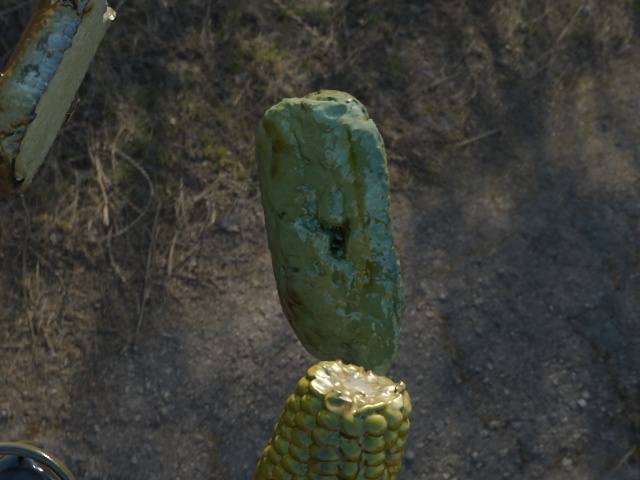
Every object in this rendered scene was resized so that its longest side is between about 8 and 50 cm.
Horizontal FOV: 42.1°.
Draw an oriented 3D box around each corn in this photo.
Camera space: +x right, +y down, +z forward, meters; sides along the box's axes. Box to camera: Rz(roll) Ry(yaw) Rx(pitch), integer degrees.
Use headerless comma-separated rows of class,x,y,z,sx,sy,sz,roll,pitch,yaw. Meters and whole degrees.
corn,-0.017,0.225,0.551,0.101,0.310,0.101,10,20,-4

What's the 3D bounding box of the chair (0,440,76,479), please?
chair,-0.382,0.360,1.059,0.166,0.272,0.188,-41,85,-23

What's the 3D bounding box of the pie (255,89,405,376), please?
pie,0.000,0.000,0.698,0.090,0.201,0.248,-14,105,-19

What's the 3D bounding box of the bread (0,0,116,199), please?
bread,-0.156,-0.088,0.458,0.044,0.126,0.129,29,81,-14
